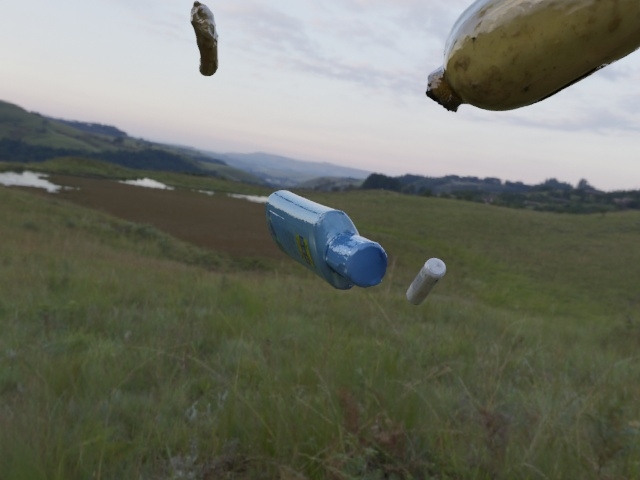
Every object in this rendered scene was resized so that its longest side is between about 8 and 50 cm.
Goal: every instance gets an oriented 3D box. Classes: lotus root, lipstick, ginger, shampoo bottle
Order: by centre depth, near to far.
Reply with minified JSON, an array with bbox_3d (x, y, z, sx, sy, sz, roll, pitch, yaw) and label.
[{"bbox_3d":[0.251,-0.241,0.610,0.284,0.146,0.160,-27,4,28],"label":"lotus root"},{"bbox_3d":[0.000,0.000,0.677,0.061,0.104,0.258,-24,21,-18],"label":"shampoo bottle"},{"bbox_3d":[0.195,0.077,0.982,0.040,0.040,0.141,9,-28,-1],"label":"lipstick"},{"bbox_3d":[-0.234,-0.396,1.072,0.051,0.173,0.069,-23,62,-25],"label":"ginger"}]
